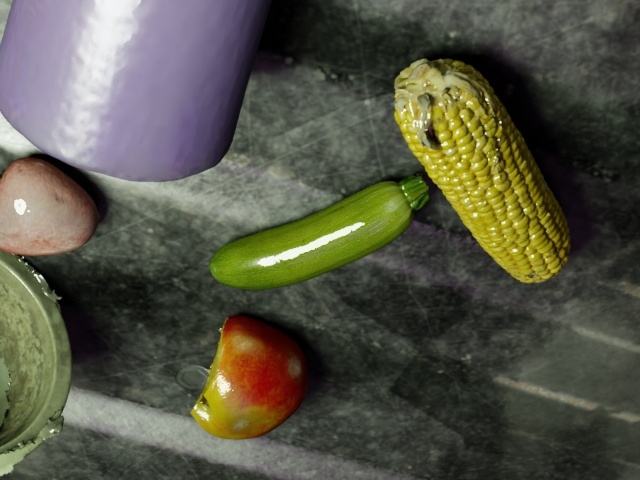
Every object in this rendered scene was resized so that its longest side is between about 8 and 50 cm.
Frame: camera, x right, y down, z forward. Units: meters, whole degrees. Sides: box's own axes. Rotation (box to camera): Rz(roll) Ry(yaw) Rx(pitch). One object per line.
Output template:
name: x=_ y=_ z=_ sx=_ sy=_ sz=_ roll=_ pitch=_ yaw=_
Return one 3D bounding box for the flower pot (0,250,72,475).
flower pot: x=-0.444 y=0.148 z=1.236 sx=0.290 sy=0.290 sz=0.259 roll=32 pitch=137 yaw=-25

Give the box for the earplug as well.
earplug: x=-0.108 y=-0.281 z=0.894 sx=0.215 sy=0.215 sz=0.456 roll=15 pitch=125 yaw=-13

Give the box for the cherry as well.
cherry: x=-0.288 y=-0.032 z=1.174 sx=0.126 sy=0.087 sz=0.106 roll=15 pitch=134 yaw=-9

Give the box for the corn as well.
corn: x=0.170 y=-0.061 z=1.144 sx=0.106 sy=0.106 sz=0.293 roll=-26 pitch=127 yaw=21

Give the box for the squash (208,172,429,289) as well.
squash: x=0.000 y=0.000 z=1.216 sx=0.258 sy=0.069 sz=0.069 roll=-21 pitch=128 yaw=18

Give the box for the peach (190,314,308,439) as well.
peach: x=-0.076 y=0.165 z=1.324 sx=0.118 sy=0.151 sz=0.151 roll=12 pitch=131 yaw=6
